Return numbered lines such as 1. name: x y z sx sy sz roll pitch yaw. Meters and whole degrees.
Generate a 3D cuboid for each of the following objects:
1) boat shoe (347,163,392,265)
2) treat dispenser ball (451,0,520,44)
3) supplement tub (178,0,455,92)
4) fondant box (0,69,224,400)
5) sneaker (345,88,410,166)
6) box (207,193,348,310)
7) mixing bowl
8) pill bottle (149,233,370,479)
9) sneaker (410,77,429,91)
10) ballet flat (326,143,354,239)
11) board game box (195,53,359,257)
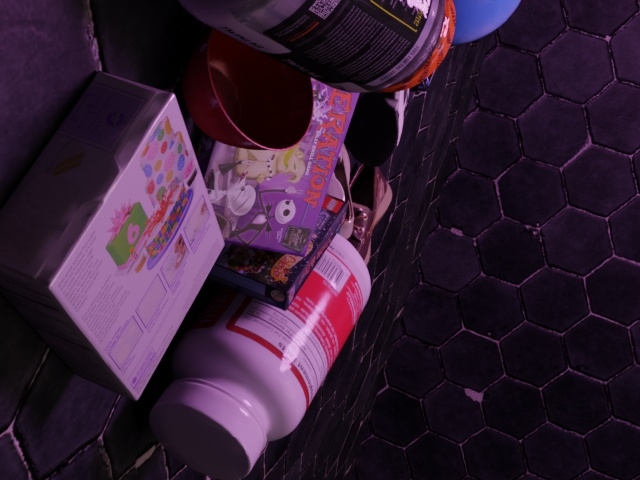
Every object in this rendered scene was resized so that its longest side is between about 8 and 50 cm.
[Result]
1. boat shoe: 0.065 -0.043 1.987 0.342 0.123 0.123 -60 149 -32
2. treat dispenser ball: 0.238 -0.503 1.609 0.288 0.288 0.288 20 90 -76
3. supplement tub: 0.007 -0.293 1.008 0.338 0.207 0.207 15 95 -53
4. fondant box: -0.225 0.010 0.993 0.330 0.096 0.238 84 29 -62
5. sneaker: 0.139 -0.308 1.849 0.146 0.122 0.331 -52 158 -45
6. box: -0.074 -0.006 1.398 0.233 0.159 0.044 -56 161 -43
7. mixing bowl: -0.103 -0.188 1.098 0.181 0.098 0.182 16 68 -47
8. pill bottle: -0.094 0.169 1.428 0.229 0.228 0.408 96 21 -46
9. sneaker: 0.172 -0.322 1.952 0.079 0.121 0.217 -27 135 -68
10. ballet flat: 0.015 -0.116 1.549 0.086 0.086 0.249 79 -1 -64
11. board game box: -0.059 -0.158 1.244 0.208 0.056 0.347 10 102 -41
